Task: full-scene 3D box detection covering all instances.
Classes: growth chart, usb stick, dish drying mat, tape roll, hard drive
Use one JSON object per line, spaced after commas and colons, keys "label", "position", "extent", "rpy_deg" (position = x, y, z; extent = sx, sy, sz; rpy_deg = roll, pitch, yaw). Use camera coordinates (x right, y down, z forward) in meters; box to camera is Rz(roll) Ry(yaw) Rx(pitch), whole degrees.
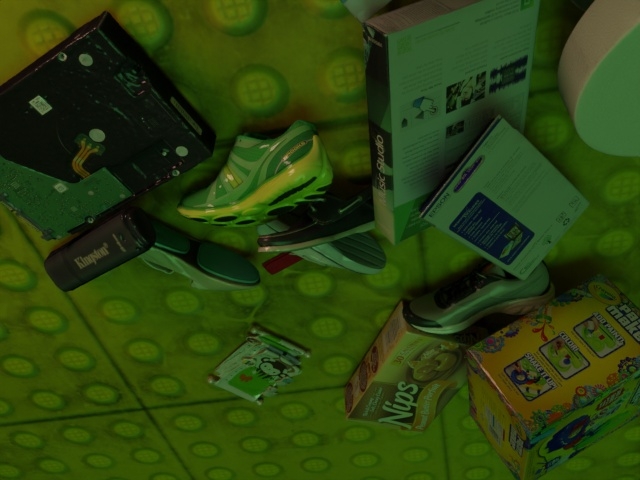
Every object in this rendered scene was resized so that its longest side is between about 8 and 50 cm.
{"label": "growth chart", "position": [-0.127, 0.271, 1.347], "extent": [0.172, 0.021, 0.237], "rpy_deg": [25, 128, -23]}
{"label": "usb stick", "position": [-0.367, 0.018, 1.043], "extent": [0.278, 0.045, 0.077], "rpy_deg": [-22, 97, 38]}
{"label": "dish drying mat", "position": [-0.064, 0.036, 1.138], "extent": [0.083, 0.008, 0.032], "rpy_deg": [-28, 128, 23]}
{"label": "tape roll", "position": [0.483, -0.237, 0.753], "extent": [0.393, 0.071, 0.392], "rpy_deg": [-8, 153, -4]}
{"label": "hard drive", "position": [-0.357, -0.146, 0.932], "extent": [0.339, 0.064, 0.237], "rpy_deg": [-26, 128, 21]}

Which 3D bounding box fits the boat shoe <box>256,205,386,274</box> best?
{"label": "boat shoe", "position": [0.000, 0.000, 1.070], "extent": [0.226, 0.083, 0.076], "rpy_deg": [29, 139, -10]}

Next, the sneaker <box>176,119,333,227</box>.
{"label": "sneaker", "position": [-0.100, -0.094, 0.962], "extent": [0.296, 0.123, 0.109], "rpy_deg": [-17, 160, 37]}

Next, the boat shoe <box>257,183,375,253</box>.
{"label": "boat shoe", "position": [0.005, -0.034, 0.977], "extent": [0.233, 0.084, 0.079], "rpy_deg": [-19, 95, -22]}

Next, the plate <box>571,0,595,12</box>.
{"label": "plate", "position": [0.378, -0.361, 0.764], "extent": [0.188, 0.024, 0.188], "rpy_deg": [-1, 131, -1]}

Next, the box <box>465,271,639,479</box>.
{"label": "box", "position": [0.428, 0.255, 1.138], "extent": [0.279, 0.177, 0.290], "rpy_deg": [-29, 142, -7]}

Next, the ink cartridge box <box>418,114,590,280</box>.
{"label": "ink cartridge box", "position": [0.258, -0.059, 0.913], "extent": [0.333, 0.065, 0.165], "rpy_deg": [25, 107, -47]}

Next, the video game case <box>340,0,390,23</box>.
{"label": "video game case", "position": [0.052, -0.416, 0.688], "extent": [0.244, 0.061, 0.270], "rpy_deg": [-35, 124, 26]}

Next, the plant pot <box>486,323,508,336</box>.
{"label": "plant pot", "position": [0.348, 0.221, 1.262], "extent": [0.084, 0.079, 0.083], "rpy_deg": [0, 133, 0]}

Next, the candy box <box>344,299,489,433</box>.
{"label": "candy box", "position": [0.187, 0.267, 1.298], "extent": [0.183, 0.087, 0.316], "rpy_deg": [14, 131, -13]}

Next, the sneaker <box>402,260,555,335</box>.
{"label": "sneaker", "position": [0.276, 0.089, 1.141], "extent": [0.272, 0.100, 0.107], "rpy_deg": [-16, 121, 6]}

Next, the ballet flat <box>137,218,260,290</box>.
{"label": "ballet flat", "position": [-0.225, 0.036, 1.090], "extent": [0.249, 0.086, 0.086], "rpy_deg": [27, 128, -12]}

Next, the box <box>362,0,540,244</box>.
{"label": "box", "position": [0.174, -0.167, 0.851], "extent": [0.232, 0.058, 0.321], "rpy_deg": [-24, 133, -18]}
